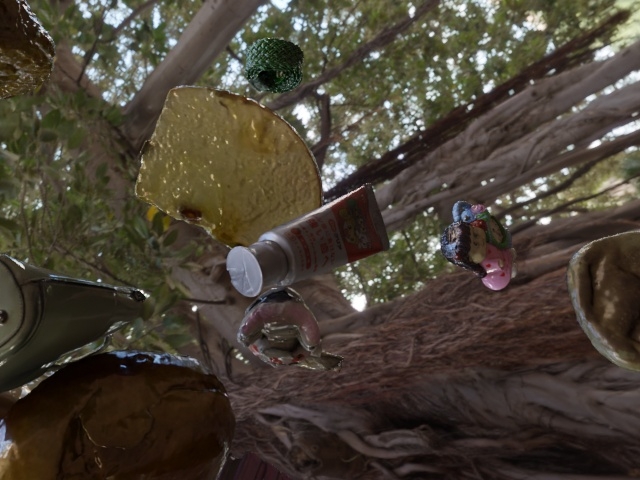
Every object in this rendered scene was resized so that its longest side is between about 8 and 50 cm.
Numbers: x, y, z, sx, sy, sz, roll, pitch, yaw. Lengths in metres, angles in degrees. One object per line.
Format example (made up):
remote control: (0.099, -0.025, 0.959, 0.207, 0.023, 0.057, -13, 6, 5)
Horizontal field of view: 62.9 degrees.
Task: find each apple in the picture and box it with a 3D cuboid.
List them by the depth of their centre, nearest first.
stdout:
apple: (-0.140, -0.102, 0.915, 0.309, 0.314, 0.252, 23, -116, -7)

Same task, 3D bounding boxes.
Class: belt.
belt: (-0.097, -0.370, 1.095, 0.121, 0.151, 0.079, 3, -100, -8)

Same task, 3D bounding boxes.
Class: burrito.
burrito: (-0.029, 0.244, 1.095, 0.171, 0.051, 0.042, 19, -156, -14)

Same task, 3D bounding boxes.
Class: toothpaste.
toothpaste: (0.000, 0.000, 0.585, 0.234, 0.057, 0.089, -23, -83, -47)

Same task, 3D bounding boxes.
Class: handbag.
handbag: (-0.351, 0.112, 0.628, 0.109, 0.241, 0.315, 60, 178, 9)

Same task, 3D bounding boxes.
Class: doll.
doll: (-0.066, 0.140, 0.825, 0.150, 0.192, 0.095, 5, -119, -3)

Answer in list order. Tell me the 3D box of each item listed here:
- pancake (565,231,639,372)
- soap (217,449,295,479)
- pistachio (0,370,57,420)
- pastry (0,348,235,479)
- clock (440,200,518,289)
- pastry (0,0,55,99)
pancake: (0.599, 0.099, 0.954, 0.049, 0.295, 0.294, 68, -153, -51)
soap: (-0.097, 0.383, 0.644, 0.122, 0.066, 0.203, 42, -136, -18)
pistachio: (-0.548, 0.318, 0.845, 0.445, 0.366, 0.281, 60, -149, -47)
pastry: (-0.270, 0.296, 0.679, 0.356, 0.355, 0.164, -7, -148, -45)
clock: (0.376, 0.002, 1.266, 0.196, 0.100, 0.193, 27, -128, -30)
pastry: (-0.541, -0.296, 0.797, 0.132, 0.240, 0.235, 67, -166, -3)
